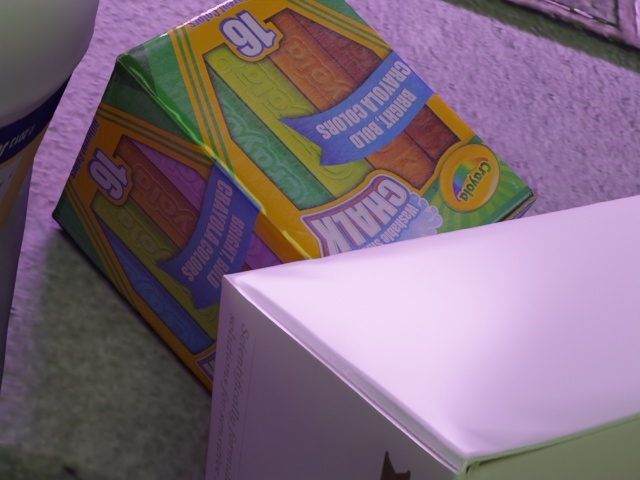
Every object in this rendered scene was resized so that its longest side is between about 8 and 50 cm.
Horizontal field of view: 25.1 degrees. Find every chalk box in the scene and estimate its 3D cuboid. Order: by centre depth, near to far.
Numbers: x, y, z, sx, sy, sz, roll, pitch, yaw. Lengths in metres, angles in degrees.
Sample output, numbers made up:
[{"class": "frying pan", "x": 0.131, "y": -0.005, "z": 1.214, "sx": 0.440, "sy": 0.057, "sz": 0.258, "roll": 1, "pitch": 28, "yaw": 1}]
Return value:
[{"class": "chalk box", "x": 0.000, "y": 0.000, "z": 0.686, "sx": 0.213, "sy": 0.132, "sz": 0.132, "roll": 45, "pitch": 50, "yaw": 10}]

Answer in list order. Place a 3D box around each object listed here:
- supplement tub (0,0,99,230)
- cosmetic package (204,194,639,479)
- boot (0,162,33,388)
[{"class": "supplement tub", "x": -0.226, "y": 0.004, "z": 0.407, "sx": 0.241, "sy": 0.331, "sz": 0.241, "roll": 24, "pitch": 29, "yaw": -14}, {"class": "cosmetic package", "x": 0.140, "y": 0.097, "z": 0.613, "sx": 0.365, "sy": 0.197, "sz": 0.155, "roll": -8, "pitch": 29, "yaw": -33}, {"class": "boot", "x": -0.161, "y": -0.062, "z": 0.591, "sx": 0.118, "sy": 0.223, "sz": 0.338, "roll": 10, "pitch": 53, "yaw": -21}]
